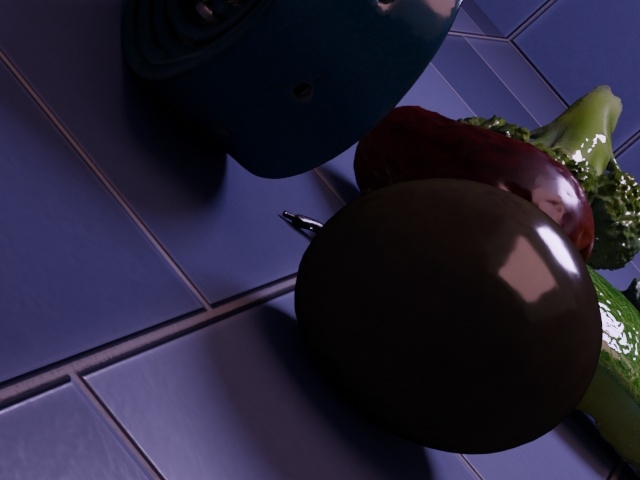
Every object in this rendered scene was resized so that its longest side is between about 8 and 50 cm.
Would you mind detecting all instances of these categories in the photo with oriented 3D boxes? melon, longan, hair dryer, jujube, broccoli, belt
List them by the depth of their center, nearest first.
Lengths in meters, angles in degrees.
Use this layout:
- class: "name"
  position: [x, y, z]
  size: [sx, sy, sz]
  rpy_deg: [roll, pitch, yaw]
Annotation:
- class: "longan"
  position: [0.105, 0.064, 1.341]
  size: [0.246, 0.215, 0.246]
  rpy_deg: [34, -26, 20]
- class: "belt"
  position: [-0.022, -0.234, 1.514]
  size: [0.173, 0.300, 0.436]
  rpy_deg: [40, 17, -28]
- class: "hair dryer"
  position: [0.000, 0.000, 1.547]
  size: [0.083, 0.031, 0.079]
  rpy_deg: [22, 36, -30]
- class: "jujube"
  position: [0.148, -0.032, 1.733]
  size: [0.255, 0.190, 0.190]
  rpy_deg: [38, 9, 31]
- class: "melon"
  position: [0.326, 0.153, 1.863]
  size: [0.323, 0.124, 0.196]
  rpy_deg: [46, 23, -4]
- class: "broccoli"
  position: [0.273, -0.069, 2.182]
  size: [0.254, 0.186, 0.302]
  rpy_deg: [5, 25, -5]

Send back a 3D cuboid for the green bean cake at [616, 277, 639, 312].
- class: "green bean cake"
  position: [0.462, 0.162, 2.130]
  size: [0.300, 0.169, 0.308]
  rpy_deg: [35, 20, -45]
